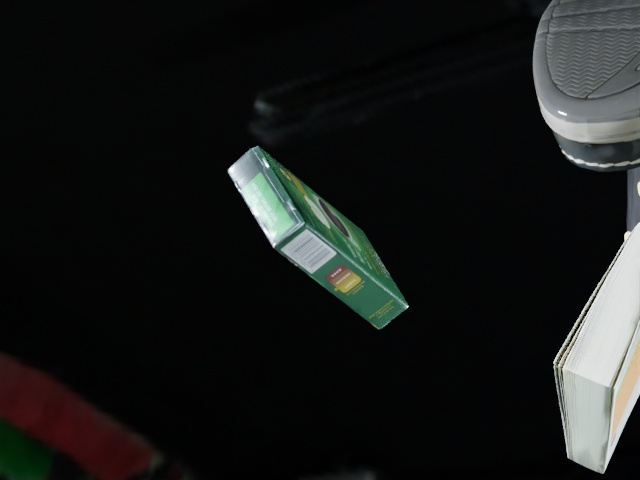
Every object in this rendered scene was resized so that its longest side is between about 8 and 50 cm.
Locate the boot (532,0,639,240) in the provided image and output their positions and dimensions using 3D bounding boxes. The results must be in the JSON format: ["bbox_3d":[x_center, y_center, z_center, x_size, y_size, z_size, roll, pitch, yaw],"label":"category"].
[{"bbox_3d":[0.253,-0.067,1.204,0.138,0.377,0.284,-3,-61,19],"label":"boot"}]

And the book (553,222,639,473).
[{"bbox_3d":[0.169,0.063,0.958,0.035,0.096,0.144,23,-21,20],"label":"book"}]

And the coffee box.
[{"bbox_3d":[0.000,0.000,1.541,0.040,0.113,0.184,-41,-41,10],"label":"coffee box"}]
